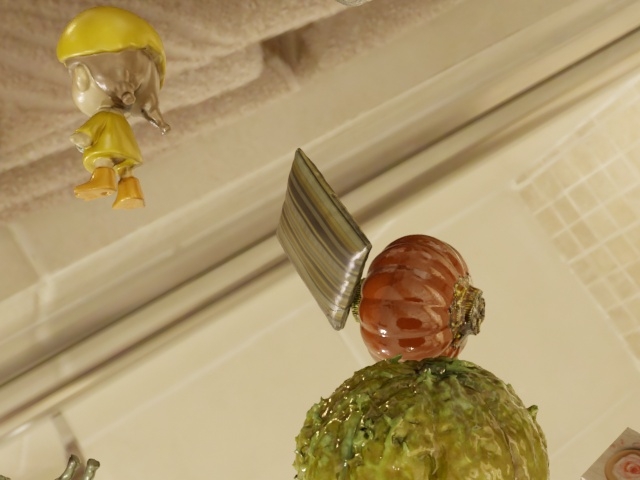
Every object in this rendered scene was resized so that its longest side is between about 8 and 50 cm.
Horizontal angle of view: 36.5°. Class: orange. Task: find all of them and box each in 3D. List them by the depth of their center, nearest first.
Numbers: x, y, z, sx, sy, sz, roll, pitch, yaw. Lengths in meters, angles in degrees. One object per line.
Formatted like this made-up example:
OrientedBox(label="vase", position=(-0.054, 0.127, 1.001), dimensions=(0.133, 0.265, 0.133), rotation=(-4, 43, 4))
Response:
OrientedBox(label="orange", position=(0.118, 0.241, 1.127), dimensions=(0.301, 0.300, 0.223), rotation=(-126, 32, -80))

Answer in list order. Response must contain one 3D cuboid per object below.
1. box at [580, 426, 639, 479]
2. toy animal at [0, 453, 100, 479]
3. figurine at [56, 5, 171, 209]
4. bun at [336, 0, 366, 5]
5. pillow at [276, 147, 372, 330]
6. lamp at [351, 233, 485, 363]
OrientedBox(label="box", position=(0.541, 0.409, 1.567), dimensions=(0.199, 0.135, 0.081), rotation=(25, 144, 44))
OrientedBox(label="toy animal", position=(-0.355, 0.372, 1.325), dimensions=(0.090, 0.169, 0.255), rotation=(23, -179, -42))
OrientedBox(label="figurine", position=(-0.360, -0.233, 1.686), dimensions=(0.215, 0.187, 0.343), rotation=(52, -146, -77))
OrientedBox(label="bun", position=(0.050, -0.426, 1.498), dimensions=(0.173, 0.173, 0.119), rotation=(5, 88, 60))
OrientedBox(label="pillow", position=(0.000, 0.000, 1.451), dimensions=(0.208, 0.052, 0.212), rotation=(57, 151, 30))
OrientedBox(label="lamp", position=(0.149, 0.101, 1.478), dimensions=(0.197, 0.223, 0.223), rotation=(4, 126, 27))
